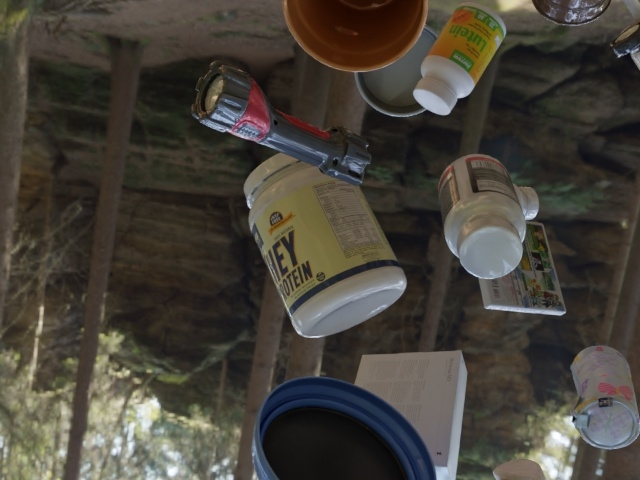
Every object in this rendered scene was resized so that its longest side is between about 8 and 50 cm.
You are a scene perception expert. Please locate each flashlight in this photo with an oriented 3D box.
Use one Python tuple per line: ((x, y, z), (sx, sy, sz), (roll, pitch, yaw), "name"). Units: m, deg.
((-0.053, -0.185, 1.147), (0.304, 0.103, 0.103), (17, -168, -37), "flashlight")

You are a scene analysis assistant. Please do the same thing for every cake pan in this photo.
((0.250, -0.529, 2.182), (0.293, 0.293, 0.054), (9, -155, 0), "cake pan")

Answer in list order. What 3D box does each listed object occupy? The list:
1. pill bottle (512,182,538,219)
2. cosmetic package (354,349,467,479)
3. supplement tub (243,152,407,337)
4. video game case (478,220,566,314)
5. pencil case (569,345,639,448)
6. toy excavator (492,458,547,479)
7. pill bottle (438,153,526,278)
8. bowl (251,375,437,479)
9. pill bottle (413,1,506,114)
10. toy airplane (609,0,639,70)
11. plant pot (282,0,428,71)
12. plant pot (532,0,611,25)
((0.466, -0.095, 1.914), (0.222, 0.124, 0.124), (-5, -167, -18), "pill bottle")
((0.216, 0.451, 1.836), (0.284, 0.097, 0.377), (-8, -146, 23), "cosmetic package")
((0.000, 0.000, 1.396), (0.235, 0.324, 0.235), (-22, 159, -9), "supplement tub")
((0.627, 0.075, 2.292), (0.300, 0.329, 0.036), (7, 149, -23), "video game case")
((0.582, 0.317, 1.469), (0.124, 0.113, 0.273), (-11, -168, 22), "pencil case")
((0.316, 0.606, 1.374), (0.433, 0.222, 0.445), (-26, -173, -8), "toy excavator")
((0.361, -0.054, 1.595), (0.176, 0.176, 0.318), (9, -149, 0), "pill bottle")
((0.044, 0.442, 1.439), (0.391, 0.077, 0.391), (19, -151, -11), "bowl")
((0.324, -0.427, 1.693), (0.136, 0.245, 0.136), (31, 171, 5), "pill bottle")
((0.577, -0.351, 1.045), (0.272, 0.384, 0.386), (-35, 146, 31), "toy airplane")
((0.081, -0.524, 1.467), (0.291, 0.290, 0.203), (9, -138, 4), "plant pot")
((0.520, -0.549, 1.428), (0.167, 0.167, 0.165), (11, 163, 10), "plant pot")
